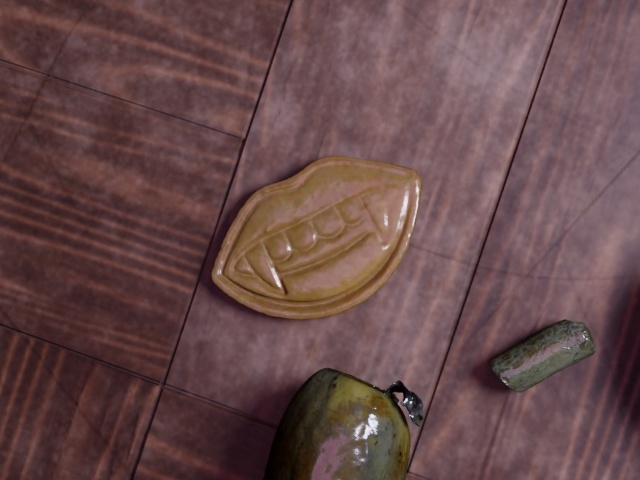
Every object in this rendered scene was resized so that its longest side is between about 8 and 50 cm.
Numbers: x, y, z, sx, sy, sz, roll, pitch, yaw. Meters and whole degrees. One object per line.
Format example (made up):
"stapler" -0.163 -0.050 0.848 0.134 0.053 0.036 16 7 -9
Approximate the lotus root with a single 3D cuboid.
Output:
"lotus root" 0.006 0.232 1.149 0.123 0.124 0.241 16 88 -7

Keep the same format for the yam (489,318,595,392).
"yam" 0.205 0.105 1.166 0.094 0.043 0.043 -31 84 8

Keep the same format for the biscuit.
"biscuit" 0.000 0.000 1.206 0.221 0.029 0.142 -23 85 7
